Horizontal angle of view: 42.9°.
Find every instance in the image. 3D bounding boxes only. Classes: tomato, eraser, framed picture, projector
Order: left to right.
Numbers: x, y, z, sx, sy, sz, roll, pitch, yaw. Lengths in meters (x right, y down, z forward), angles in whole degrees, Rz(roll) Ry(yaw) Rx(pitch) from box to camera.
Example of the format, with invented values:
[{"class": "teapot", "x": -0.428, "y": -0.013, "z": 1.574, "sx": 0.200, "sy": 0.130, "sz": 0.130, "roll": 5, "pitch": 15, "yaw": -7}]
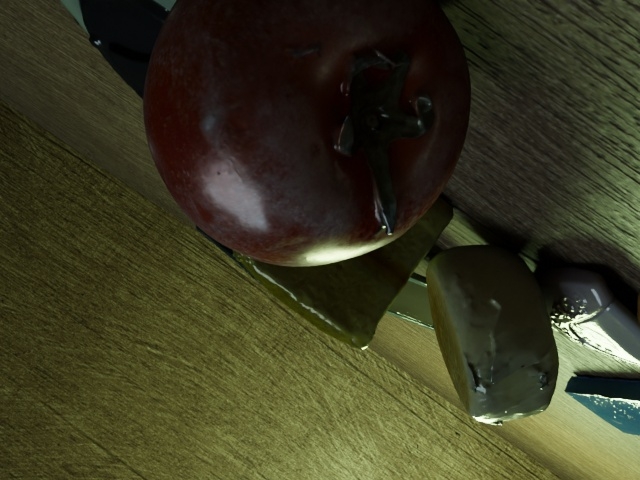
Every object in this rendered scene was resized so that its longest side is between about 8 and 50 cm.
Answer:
[{"class": "projector", "x": -0.148, "y": -0.192, "z": 0.858, "sx": 0.257, "sy": 0.079, "sz": 0.259, "roll": 17, "pitch": 154, "yaw": 46}, {"class": "tomato", "x": -0.019, "y": -0.112, "z": 0.671, "sx": 0.227, "sy": 0.270, "sz": 0.270, "roll": 22, "pitch": 164, "yaw": 47}, {"class": "framed picture", "x": 0.192, "y": 0.114, "z": 1.416, "sx": 0.293, "sy": 0.018, "sz": 0.231, "roll": 22, "pitch": 159, "yaw": -19}, {"class": "eraser", "x": 0.352, "y": 0.105, "z": 1.093, "sx": 0.204, "sy": 0.059, "sz": 0.243, "roll": 37, "pitch": 170, "yaw": -19}, {"class": "eraser", "x": 0.541, "y": 0.288, "z": 1.385, "sx": 0.144, "sy": 0.043, "sz": 0.312, "roll": 35, "pitch": 169, "yaw": -2}]

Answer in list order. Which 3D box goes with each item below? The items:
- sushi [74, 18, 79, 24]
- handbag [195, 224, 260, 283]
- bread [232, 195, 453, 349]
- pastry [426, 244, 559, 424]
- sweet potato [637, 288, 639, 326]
[{"class": "sushi", "x": -0.201, "y": -0.314, "z": 0.904, "sx": 0.339, "sy": 0.069, "sz": 0.320, "roll": 29, "pitch": 160, "yaw": 25}, {"class": "handbag", "x": -0.064, "y": -0.005, "z": 1.530, "sx": 0.274, "sy": 0.100, "sz": 0.268, "roll": 9, "pitch": -161, "yaw": -40}, {"class": "bread", "x": 0.000, "y": 0.000, "z": 1.208, "sx": 0.245, "sy": 0.233, "sz": 0.361, "roll": 36, "pitch": 170, "yaw": -10}, {"class": "pastry", "x": 0.231, "y": 0.127, "z": 1.113, "sx": 0.265, "sy": 0.133, "sz": 0.265, "roll": 169, "pitch": 90, "yaw": -87}, {"class": "sweet potato", "x": 0.379, "y": 0.069, "z": 0.873, "sx": 0.078, "sy": 0.058, "sz": 0.255, "roll": 14, "pitch": 162, "yaw": 13}]
